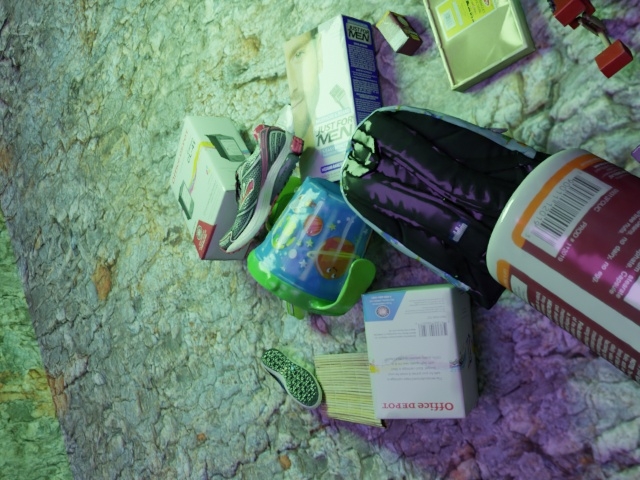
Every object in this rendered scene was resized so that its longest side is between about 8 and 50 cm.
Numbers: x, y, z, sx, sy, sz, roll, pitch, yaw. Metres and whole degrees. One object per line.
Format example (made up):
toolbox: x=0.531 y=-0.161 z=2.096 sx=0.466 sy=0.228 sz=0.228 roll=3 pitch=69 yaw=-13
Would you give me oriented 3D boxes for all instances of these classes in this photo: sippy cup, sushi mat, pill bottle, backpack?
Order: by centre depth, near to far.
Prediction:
pill bottle: x=0.429 y=0.064 z=0.834 sx=0.392 sy=0.224 sz=0.224 roll=40 pitch=118 yaw=35
backpack: x=0.207 y=-0.093 z=1.190 sx=0.355 sy=0.273 sz=0.290 roll=23 pitch=105 yaw=3
sippy cup: x=0.000 y=0.000 z=1.349 sx=0.305 sy=0.240 sz=0.224 roll=31 pitch=104 yaw=18
sushi mat: x=0.057 y=0.319 z=1.424 sx=0.316 sy=0.019 sz=0.152 roll=153 pitch=109 yaw=-66

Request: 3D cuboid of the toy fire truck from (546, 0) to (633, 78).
toy fire truck: x=0.430 y=-0.360 z=1.071 sx=0.047 sy=0.135 sz=0.192 roll=-41 pitch=27 yaw=37

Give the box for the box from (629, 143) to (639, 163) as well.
box: x=0.541 y=-0.143 z=1.035 sx=0.083 sy=0.018 sz=0.067 roll=-51 pitch=59 yaw=32

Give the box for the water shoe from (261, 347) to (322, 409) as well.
water shoe: x=-0.060 y=0.335 z=1.590 sx=0.073 sy=0.080 sz=0.203 roll=-40 pitch=53 yaw=-13

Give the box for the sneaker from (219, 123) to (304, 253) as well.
sneaker: x=-0.145 y=-0.108 z=1.436 sx=0.112 sy=0.121 sz=0.299 roll=26 pitch=102 yaw=-8

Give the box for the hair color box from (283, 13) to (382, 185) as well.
hair color box: x=0.033 y=-0.289 z=1.438 sx=0.185 sy=0.110 sz=0.339 roll=-12 pitch=83 yaw=44

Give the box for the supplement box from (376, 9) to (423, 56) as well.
supplement box: x=0.161 y=-0.421 z=1.346 sx=0.043 sy=0.055 sz=0.083 roll=-46 pitch=64 yaw=34

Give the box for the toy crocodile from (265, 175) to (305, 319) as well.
toy crocodile: x=-0.067 y=0.017 z=1.556 sx=0.115 sy=0.105 sz=0.341 roll=135 pitch=127 yaw=-80

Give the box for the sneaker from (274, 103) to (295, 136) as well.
sneaker: x=-0.103 y=-0.235 z=1.583 sx=0.071 sy=0.082 sz=0.191 roll=30 pitch=111 yaw=39

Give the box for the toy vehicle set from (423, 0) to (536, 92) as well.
toy vehicle set: x=0.284 y=-0.438 z=1.243 sx=0.166 sy=0.035 sz=0.267 roll=-24 pitch=77 yaw=41

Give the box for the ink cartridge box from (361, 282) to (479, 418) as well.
ink cartridge box: x=0.194 y=0.204 z=1.248 sx=0.171 sy=0.168 sz=0.233 roll=-6 pitch=88 yaw=23

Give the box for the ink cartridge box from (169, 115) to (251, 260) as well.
ink cartridge box: x=-0.258 y=-0.132 z=1.643 sx=0.306 sy=0.131 sz=0.226 roll=58 pitch=137 yaw=38
